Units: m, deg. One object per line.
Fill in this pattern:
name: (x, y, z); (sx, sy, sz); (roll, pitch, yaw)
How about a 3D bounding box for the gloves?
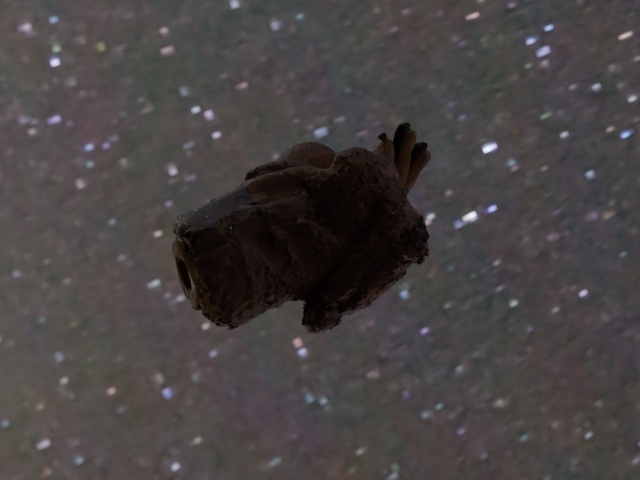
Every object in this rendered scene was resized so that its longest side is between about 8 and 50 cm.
gloves: (-0.005, 0.000, 0.915); (0.144, 0.110, 0.094); (-14, -80, 5)
